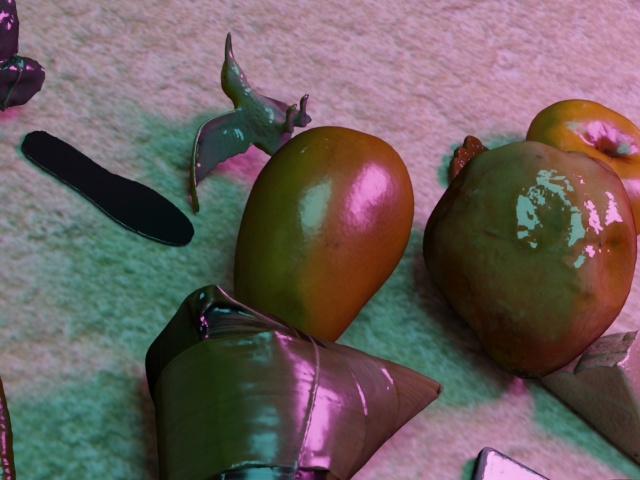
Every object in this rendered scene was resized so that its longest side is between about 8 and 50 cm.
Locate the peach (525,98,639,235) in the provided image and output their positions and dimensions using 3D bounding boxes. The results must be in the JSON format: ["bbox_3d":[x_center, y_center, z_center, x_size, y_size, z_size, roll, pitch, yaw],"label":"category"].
[{"bbox_3d":[0.303,-0.076,2.170,0.179,0.103,0.179,15,46,-17],"label":"peach"}]

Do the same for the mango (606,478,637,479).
[{"bbox_3d":[0.306,0.299,1.797,0.195,0.098,0.137,41,38,-4],"label":"mango"}]

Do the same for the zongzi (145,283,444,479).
[{"bbox_3d":[0.006,0.207,1.687,0.317,0.154,0.289,14,53,-30],"label":"zongzi"}]

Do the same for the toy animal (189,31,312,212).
[{"bbox_3d":[-0.053,-0.132,1.966,0.095,0.155,0.219,8,24,29],"label":"toy animal"}]

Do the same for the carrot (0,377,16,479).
[{"bbox_3d":[-0.268,0.188,1.598,0.048,0.048,0.216,2,56,-32],"label":"carrot"}]

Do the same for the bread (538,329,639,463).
[{"bbox_3d":[0.299,0.171,1.996,0.077,0.105,0.152,-41,111,-48],"label":"bread"}]

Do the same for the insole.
[{"bbox_3d":[-0.204,-0.049,1.886,0.188,0.004,0.064,32,41,-3],"label":"insole"}]

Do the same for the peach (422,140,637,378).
[{"bbox_3d":[0.210,0.021,1.961,0.214,0.214,0.235,13,63,-23],"label":"peach"}]

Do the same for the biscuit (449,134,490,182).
[{"bbox_3d":[0.172,-0.074,2.147,0.082,0.016,0.092,50,44,9],"label":"biscuit"}]

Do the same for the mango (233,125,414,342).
[{"bbox_3d":[-0.001,-0.007,1.859,0.254,0.139,0.175,-56,130,-45],"label":"mango"}]

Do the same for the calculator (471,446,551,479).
[{"bbox_3d":[0.244,0.304,1.837,0.262,0.021,0.161,28,41,-8],"label":"calculator"}]

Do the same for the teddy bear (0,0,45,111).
[{"bbox_3d":[-0.381,-0.228,1.840,0.251,0.144,0.171,5,35,-34],"label":"teddy bear"}]
